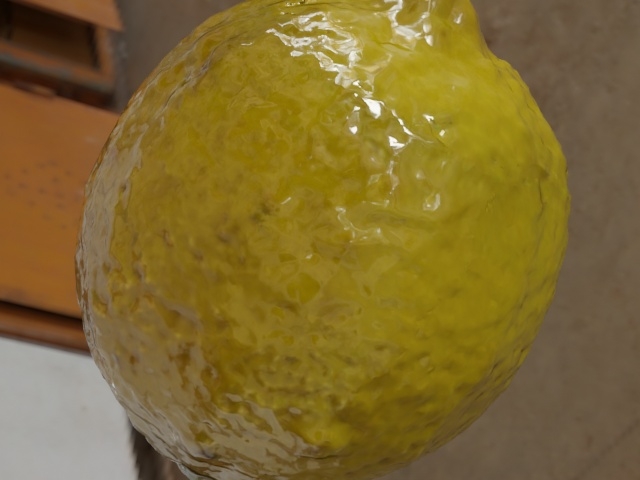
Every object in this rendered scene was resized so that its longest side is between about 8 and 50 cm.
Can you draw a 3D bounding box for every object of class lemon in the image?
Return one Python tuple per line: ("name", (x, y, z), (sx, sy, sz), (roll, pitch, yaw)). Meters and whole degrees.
("lemon", (0.000, 0.000, 0.675), (0.231, 0.192, 0.192), (-63, 32, 10))
